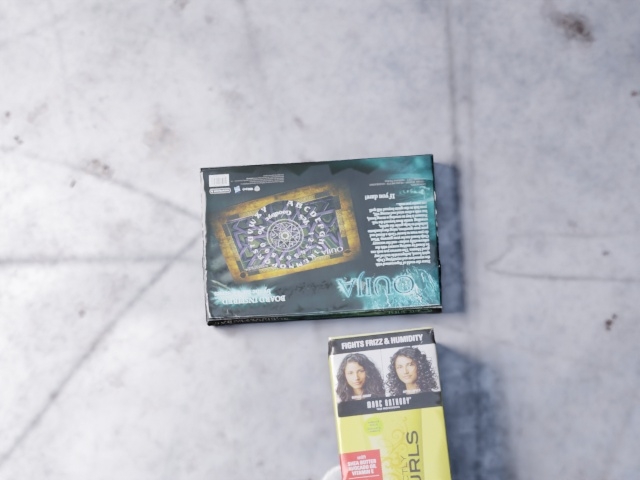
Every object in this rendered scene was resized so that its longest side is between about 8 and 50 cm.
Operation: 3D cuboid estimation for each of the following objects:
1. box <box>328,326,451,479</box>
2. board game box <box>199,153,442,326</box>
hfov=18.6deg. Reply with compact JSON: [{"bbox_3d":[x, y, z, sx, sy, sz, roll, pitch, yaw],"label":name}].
[{"bbox_3d":[0.057,0.186,1.470,0.087,0.058,0.232,-5,77,2],"label":"box"},{"bbox_3d":[0.000,0.000,1.534,0.186,0.026,0.126,-3,77,3],"label":"board game box"}]
